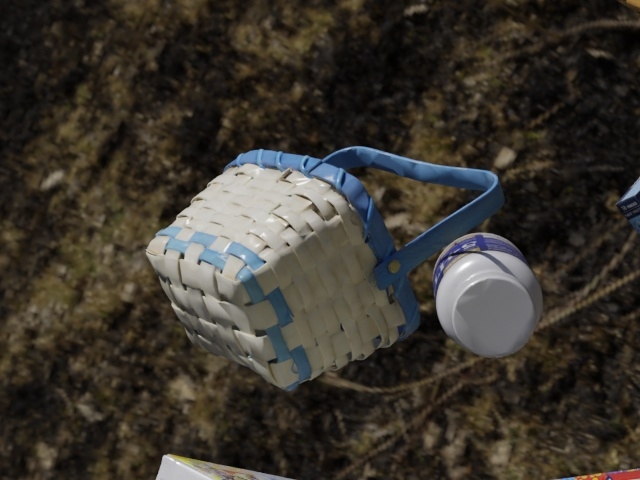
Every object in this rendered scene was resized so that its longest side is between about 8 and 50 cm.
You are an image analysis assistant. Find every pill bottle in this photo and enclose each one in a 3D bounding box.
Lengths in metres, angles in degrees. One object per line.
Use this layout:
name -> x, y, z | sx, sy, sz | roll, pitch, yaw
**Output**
pill bottle -> 0.178, 0.060, 1.228 | 0.112, 0.112, 0.187 | -60, 2, 10

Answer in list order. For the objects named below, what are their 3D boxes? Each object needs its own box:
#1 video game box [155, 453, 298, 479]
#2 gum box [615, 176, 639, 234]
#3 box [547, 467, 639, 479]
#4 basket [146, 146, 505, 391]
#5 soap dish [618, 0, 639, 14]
video game box -> -0.005, 0.236, 0.935 | 0.187, 0.205, 0.048 | 19, 86, 42
gum box -> 0.495, -0.026, 1.523 | 0.157, 0.184, 0.041 | -42, 4, -33
box -> 0.074, 0.306, 0.651 | 0.279, 0.177, 0.290 | -10, 63, 7
basket -> 0.000, 0.000, 1.113 | 0.289, 0.201, 0.255 | -38, 28, -22
soap dish -> 0.278, -0.196, 0.631 | 0.291, 0.118, 0.229 | -115, 35, -67
